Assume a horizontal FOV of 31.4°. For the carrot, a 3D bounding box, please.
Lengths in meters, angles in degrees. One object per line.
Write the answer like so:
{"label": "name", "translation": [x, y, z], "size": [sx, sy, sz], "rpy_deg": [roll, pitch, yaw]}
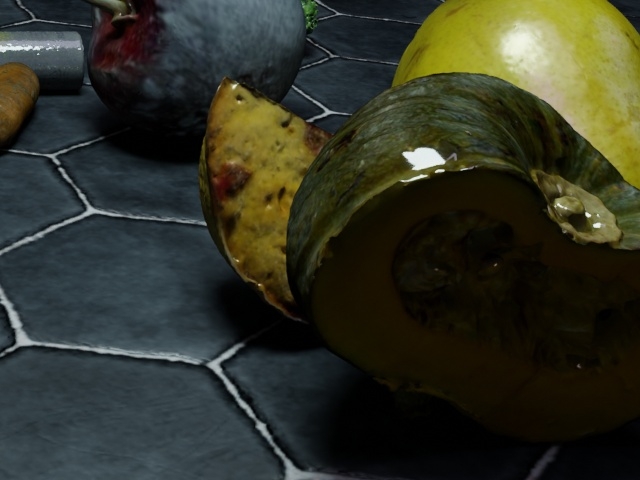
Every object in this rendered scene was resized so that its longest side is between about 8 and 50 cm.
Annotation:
{"label": "carrot", "translation": [-0.352, -0.151, 1.271], "size": [0.060, 0.060, 0.186], "rpy_deg": [4, 28, -7]}

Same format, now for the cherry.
{"label": "cherry", "translation": [-0.143, -0.238, 1.275], "size": [0.218, 0.255, 0.296], "rpy_deg": [18, 11, 39]}

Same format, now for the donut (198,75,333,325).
{"label": "donut", "translation": [0.000, 0.000, 0.971], "size": [0.295, 0.151, 0.112], "rpy_deg": [28, -8, -19]}

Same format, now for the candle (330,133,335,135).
{"label": "candle", "translation": [-0.010, -0.111, 1.311], "size": [0.167, 0.026, 0.021], "rpy_deg": [-13, 36, -35]}

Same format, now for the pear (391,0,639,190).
{"label": "pear", "translation": [0.218, -0.095, 1.074], "size": [0.336, 0.285, 0.285], "rpy_deg": [35, 34, 15]}

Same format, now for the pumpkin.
{"label": "pumpkin", "translation": [0.109, 0.010, 0.846], "size": [0.325, 0.242, 0.232], "rpy_deg": [28, 21, -28]}

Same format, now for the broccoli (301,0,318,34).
{"label": "broccoli", "translation": [-0.094, -0.374, 1.643], "size": [0.194, 0.194, 0.219], "rpy_deg": [5, 32, -5]}

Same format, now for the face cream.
{"label": "face cream", "translation": [-0.427, -0.214, 1.359], "size": [0.284, 0.073, 0.073], "rpy_deg": [-5, 28, -23]}
